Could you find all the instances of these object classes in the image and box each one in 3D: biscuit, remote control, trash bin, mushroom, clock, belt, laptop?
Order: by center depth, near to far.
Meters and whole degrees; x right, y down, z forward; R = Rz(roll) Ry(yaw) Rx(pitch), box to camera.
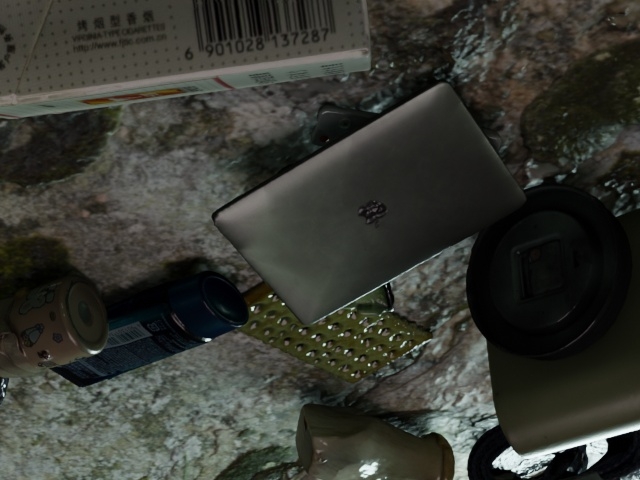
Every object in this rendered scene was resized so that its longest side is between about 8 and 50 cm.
[{"bbox_3d":[0.083,-0.103,1.694,0.184,0.027,0.050,8,134,-12],"label":"remote control"},{"bbox_3d":[0.051,-0.032,1.707,0.269,0.015,0.188,-30,128,12],"label":"laptop"},{"bbox_3d":[0.233,0.034,1.773,0.184,0.185,0.040,-30,147,30],"label":"clock"},{"bbox_3d":[0.301,0.089,1.813,0.247,0.243,0.121,-20,144,24],"label":"trash bin"},{"bbox_3d":[0.005,0.099,1.975,0.139,0.016,0.231,-32,137,31],"label":"biscuit"},{"bbox_3d":[0.056,0.260,2.141,0.247,0.096,0.108,20,137,-39],"label":"mushroom"},{"bbox_3d":[0.303,0.297,2.188,0.230,0.140,0.126,-12,143,5],"label":"belt"}]

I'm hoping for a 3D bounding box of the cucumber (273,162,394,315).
[{"bbox_3d":[0.000,0.000,1.780,0.115,0.086,0.193,-13,138,8],"label":"cucumber"}]

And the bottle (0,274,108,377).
[{"bbox_3d":[-0.313,0.100,1.864,0.152,0.099,0.099,-17,143,21],"label":"bottle"}]

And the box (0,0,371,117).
[{"bbox_3d":[-0.125,-0.166,1.427,0.330,0.095,0.210,-9,-178,2],"label":"box"}]

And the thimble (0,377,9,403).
[{"bbox_3d":[-0.401,0.149,1.945,0.104,0.066,0.095,-2,143,-1],"label":"thimble"}]

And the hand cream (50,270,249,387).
[{"bbox_3d":[-0.209,0.105,1.923,0.270,0.061,0.120,-23,140,30],"label":"hand cream"}]
